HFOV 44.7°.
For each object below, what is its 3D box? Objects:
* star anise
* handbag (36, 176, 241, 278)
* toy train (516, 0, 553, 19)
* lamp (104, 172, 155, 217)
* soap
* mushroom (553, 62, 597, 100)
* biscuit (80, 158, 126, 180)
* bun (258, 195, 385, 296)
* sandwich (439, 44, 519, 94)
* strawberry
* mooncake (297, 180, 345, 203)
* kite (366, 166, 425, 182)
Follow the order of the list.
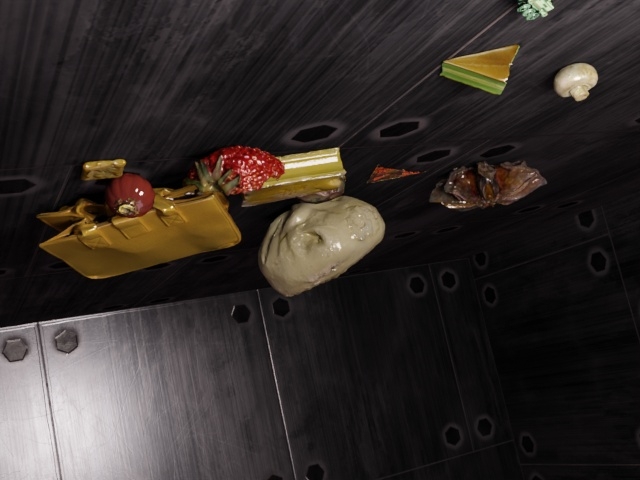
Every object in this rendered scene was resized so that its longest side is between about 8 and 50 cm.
[{"bbox_3d":[0.464,-0.155,2.174,0.332,0.117,0.331,-3,170,-1],"label":"star anise"},{"bbox_3d":[-0.401,-0.038,1.761,0.401,0.133,0.283,-13,165,3],"label":"handbag"},{"bbox_3d":[0.314,-0.351,1.134,0.053,0.033,0.083,-22,166,30],"label":"toy train"},{"bbox_3d":[-0.386,-0.090,1.576,0.101,0.090,0.101,0,135,0],"label":"lamp"},{"bbox_3d":[-0.069,-0.138,1.733,0.233,0.076,0.135,-9,168,-12],"label":"soap"},{"bbox_3d":[0.493,-0.305,1.501,0.084,0.067,0.083,-13,163,-4],"label":"mushroom"},{"bbox_3d":[-0.418,-0.135,1.494,0.081,0.018,0.083,-9,170,-23],"label":"biscuit"},{"bbox_3d":[0.000,0.000,2.174,0.362,0.234,0.326,-30,174,8],"label":"bun"},{"bbox_3d":[0.277,-0.315,1.365,0.116,0.074,0.074,20,172,5],"label":"sandwich"},{"bbox_3d":[-0.170,-0.155,1.560,0.167,0.087,0.208,5,-157,22],"label":"strawberry"},{"bbox_3d":[-0.005,-0.127,1.879,0.130,0.073,0.125,-11,172,2],"label":"mooncake"},{"bbox_3d":[0.169,-0.169,2.046,0.125,0.008,0.222,-17,169,39],"label":"kite"}]
